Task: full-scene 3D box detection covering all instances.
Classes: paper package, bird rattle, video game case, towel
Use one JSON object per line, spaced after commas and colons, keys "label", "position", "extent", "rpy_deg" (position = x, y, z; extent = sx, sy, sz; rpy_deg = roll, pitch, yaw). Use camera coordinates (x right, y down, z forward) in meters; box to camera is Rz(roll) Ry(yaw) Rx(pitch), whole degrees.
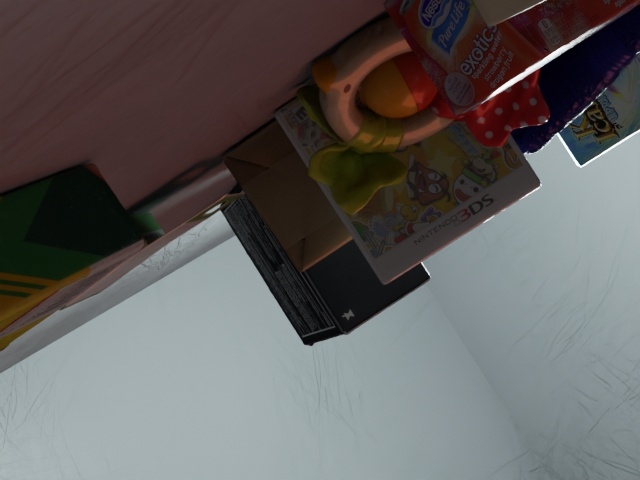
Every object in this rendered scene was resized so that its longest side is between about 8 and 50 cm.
{"label": "paper package", "position": [0.073, -0.124, 1.506], "extent": [0.309, 0.168, 0.325], "rpy_deg": [-34, 179, 14]}
{"label": "bird rattle", "position": [0.095, -0.141, 1.187], "extent": [0.253, 0.143, 0.207], "rpy_deg": [-18, 147, 10]}
{"label": "video game case", "position": [0.423, -0.287, 1.803], "extent": [0.244, 0.269, 0.061], "rpy_deg": [-33, 179, 12]}
{"label": "video game case", "position": [0.095, -0.100, 1.311], "extent": [0.206, 0.227, 0.026], "rpy_deg": [-33, 179, 3]}
{"label": "towel", "position": [0.296, -0.256, 1.290], "extent": [0.308, 0.076, 0.227], "rpy_deg": [-49, -159, 47]}

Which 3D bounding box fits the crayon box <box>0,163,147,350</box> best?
{"label": "crayon box", "position": [-0.289, 0.060, 0.828], "extent": [0.202, 0.081, 0.318], "rpy_deg": [-33, -179, 30]}

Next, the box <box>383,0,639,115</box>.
{"label": "box", "position": [0.198, -0.227, 1.050], "extent": [0.257, 0.122, 0.128], "rpy_deg": [-33, -179, -38]}

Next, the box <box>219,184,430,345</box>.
{"label": "box", "position": [0.000, 0.000, 1.971], "extent": [0.183, 0.296, 0.294], "rpy_deg": [-32, 180, -14]}

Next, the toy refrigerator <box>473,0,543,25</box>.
{"label": "toy refrigerator", "position": [0.221, -0.263, 0.848], "extent": [0.269, 0.094, 0.102], "rpy_deg": [-32, -173, -18]}

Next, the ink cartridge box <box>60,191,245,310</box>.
{"label": "ink cartridge box", "position": [-0.208, -0.010, 1.421], "extent": [0.235, 0.056, 0.171], "rpy_deg": [-36, 180, 6]}
